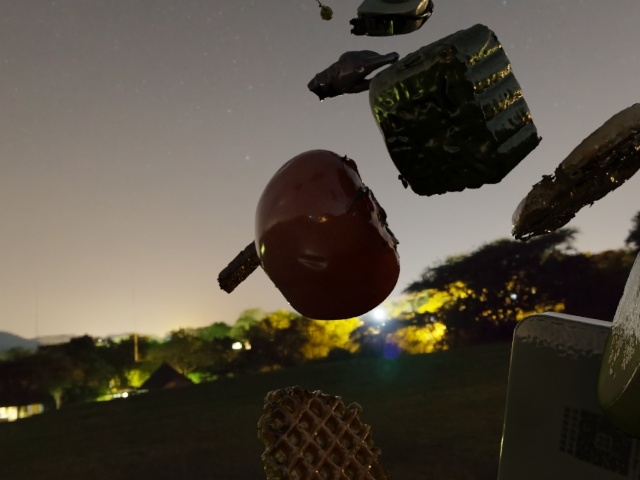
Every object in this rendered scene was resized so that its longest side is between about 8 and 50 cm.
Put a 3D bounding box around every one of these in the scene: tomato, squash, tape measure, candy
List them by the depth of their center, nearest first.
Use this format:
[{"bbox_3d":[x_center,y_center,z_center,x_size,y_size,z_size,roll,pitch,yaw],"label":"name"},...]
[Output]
[{"bbox_3d":[0.402,0.106,0.726,0.189,0.189,0.260,-16,-60,42],"label":"squash"},{"bbox_3d":[0.000,0.000,1.138,0.273,0.341,0.341,-31,-15,4],"label":"tomato"},{"bbox_3d":[0.001,-0.616,1.502,0.035,0.035,0.123,10,-2,23],"label":"candy"},{"bbox_3d":[0.237,-0.720,1.817,0.207,0.235,0.115,22,-31,22],"label":"tape measure"}]

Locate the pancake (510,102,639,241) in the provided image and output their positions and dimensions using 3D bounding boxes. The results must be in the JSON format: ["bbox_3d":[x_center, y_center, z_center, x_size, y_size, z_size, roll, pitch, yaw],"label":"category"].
[{"bbox_3d":[0.514,-0.125,1.089,0.382,0.071,0.382,-29,-21,-12],"label":"pancake"}]

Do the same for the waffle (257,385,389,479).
[{"bbox_3d":[0.004,0.363,0.971,0.238,0.243,0.059,13,-44,-33],"label":"waffle"}]

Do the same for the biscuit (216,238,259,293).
[{"bbox_3d":[-0.158,0.040,1.316,0.034,0.199,0.064,33,-27,28],"label":"biscuit"}]

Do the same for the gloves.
[{"bbox_3d":[0.100,-0.488,1.691,0.286,0.142,0.119,-20,-12,14],"label":"gloves"}]

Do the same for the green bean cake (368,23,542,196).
[{"bbox_3d":[0.222,-0.218,1.006,0.156,0.250,0.247,-37,17,-28],"label":"green bean cake"}]

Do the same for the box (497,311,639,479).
[{"bbox_3d":[0.485,0.322,0.925,0.373,0.367,0.090,8,3,44],"label":"box"}]
